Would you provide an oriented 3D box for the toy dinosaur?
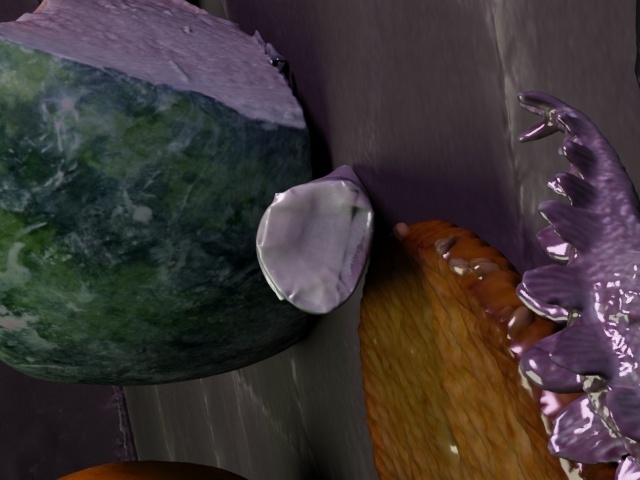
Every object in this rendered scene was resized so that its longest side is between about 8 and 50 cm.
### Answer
[{"bbox_3d":[0.089,0.019,0.419,0.209,0.082,0.039,-113,23,-44],"label":"toy dinosaur"}]

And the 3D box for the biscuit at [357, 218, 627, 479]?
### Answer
[{"bbox_3d":[0.082,0.134,0.658,0.305,0.038,0.305,165,90,-77],"label":"biscuit"}]

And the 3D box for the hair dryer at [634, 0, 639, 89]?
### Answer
[{"bbox_3d":[0.094,-0.108,0.271,0.352,0.107,0.189,79,172,-46],"label":"hair dryer"}]

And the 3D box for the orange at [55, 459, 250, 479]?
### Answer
[{"bbox_3d":[-0.115,0.302,1.111,0.312,0.312,0.312,167,90,-78],"label":"orange"}]

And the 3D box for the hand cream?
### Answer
[{"bbox_3d":[0.000,0.000,0.734,0.255,0.048,0.079,-13,-57,-88],"label":"hand cream"}]

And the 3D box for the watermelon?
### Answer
[{"bbox_3d":[-0.123,-0.056,1.008,0.387,0.228,0.258,81,179,-61],"label":"watermelon"}]
